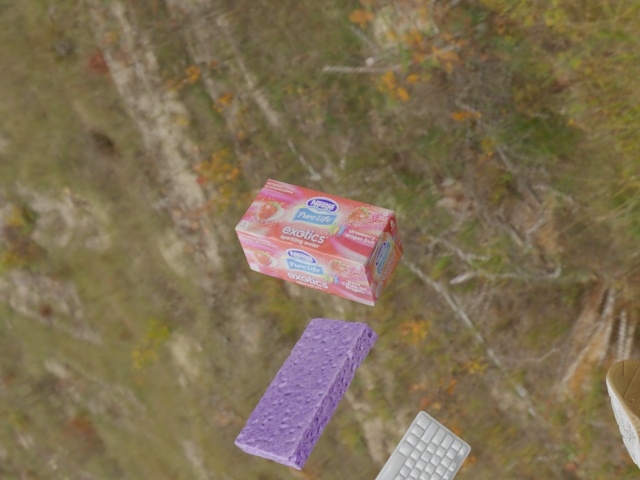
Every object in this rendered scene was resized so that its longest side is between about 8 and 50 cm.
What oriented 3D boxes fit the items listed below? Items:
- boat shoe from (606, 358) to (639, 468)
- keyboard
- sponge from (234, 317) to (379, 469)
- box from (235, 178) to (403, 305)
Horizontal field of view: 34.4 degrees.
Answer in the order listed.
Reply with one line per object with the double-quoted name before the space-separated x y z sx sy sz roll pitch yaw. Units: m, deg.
"boat shoe" 0.552 0.332 1.696 0.096 0.098 0.277 78 176 -56
"keyboard" 0.067 0.307 1.107 0.072 0.256 0.014 39 163 -10
"sponge" -0.018 0.194 1.349 0.117 0.210 0.031 1 141 49
"box" 0.000 0.000 2.116 0.300 0.154 0.142 16 146 25
